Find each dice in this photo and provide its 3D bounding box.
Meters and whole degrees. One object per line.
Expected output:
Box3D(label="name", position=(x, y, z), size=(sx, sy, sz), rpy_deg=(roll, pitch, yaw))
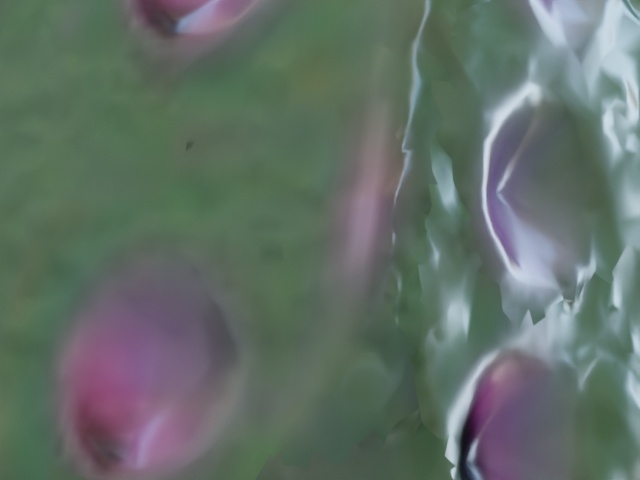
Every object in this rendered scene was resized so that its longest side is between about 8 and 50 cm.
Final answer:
Box3D(label="dice", position=(0.000, 0.000, 0.689), size=(0.330, 0.322, 0.318), rpy_deg=(0, -12, 37))
